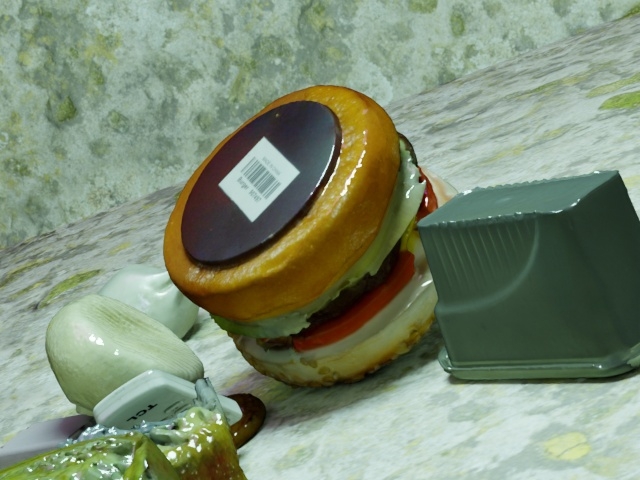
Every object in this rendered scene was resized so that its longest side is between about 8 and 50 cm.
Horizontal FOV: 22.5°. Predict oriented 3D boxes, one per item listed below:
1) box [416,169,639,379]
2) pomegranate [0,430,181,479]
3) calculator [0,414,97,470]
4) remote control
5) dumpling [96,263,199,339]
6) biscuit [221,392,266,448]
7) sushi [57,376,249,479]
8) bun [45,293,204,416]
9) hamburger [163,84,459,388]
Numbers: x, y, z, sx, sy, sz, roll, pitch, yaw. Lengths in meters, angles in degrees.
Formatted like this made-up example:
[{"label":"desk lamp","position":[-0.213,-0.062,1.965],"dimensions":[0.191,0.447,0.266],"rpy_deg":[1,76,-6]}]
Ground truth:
[{"label":"box","position":[0.219,0.035,1.627],"dimensions":[0.138,0.178,0.274],"rpy_deg":[-32,16,-37]},{"label":"pomegranate","position":[-0.241,0.297,1.255],"dimensions":[0.310,0.216,0.358],"rpy_deg":[-27,5,-24]},{"label":"calculator","position":[-0.333,0.251,2.013],"dimensions":[0.175,0.032,0.100],"rpy_deg":[-14,14,34]},{"label":"remote control","position":[-0.157,0.179,1.658],"dimensions":[0.087,0.029,0.190],"rpy_deg":[-34,-27,10]},{"label":"dumpling","position":[-0.260,0.113,2.332],"dimensions":[0.252,0.131,0.179],"rpy_deg":[-44,-7,-1]},{"label":"biscuit","position":[-0.150,0.223,1.830],"dimensions":[0.188,0.027,0.188],"rpy_deg":[-20,12,5]},{"label":"sushi","position":[-0.170,0.248,1.499],"dimensions":[0.274,0.139,0.184],"rpy_deg":[-27,16,-35]},{"label":"bun","position":[-0.251,0.161,1.989],"dimensions":[0.127,0.222,0.222],"rpy_deg":[-56,9,8]},{"label":"hamburger","position":[0.000,0.000,1.859],"dimensions":[0.330,0.250,0.330],"rpy_deg":[-31,35,25]}]
